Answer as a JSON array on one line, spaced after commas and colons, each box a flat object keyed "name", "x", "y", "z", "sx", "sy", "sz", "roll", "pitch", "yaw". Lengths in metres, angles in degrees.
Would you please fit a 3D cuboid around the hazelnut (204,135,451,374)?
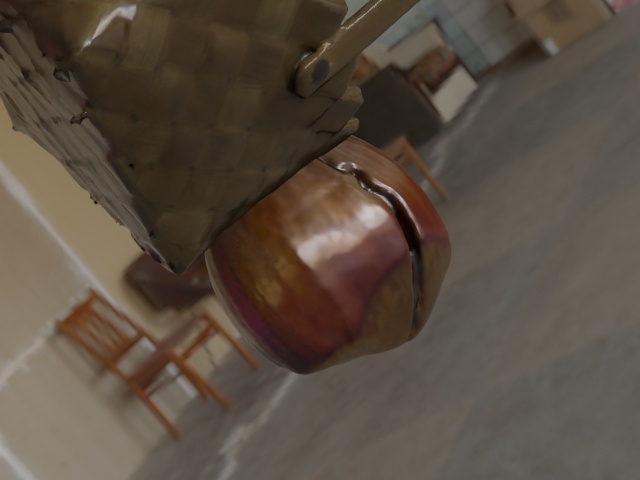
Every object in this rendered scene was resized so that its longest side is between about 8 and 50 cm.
[{"name": "hazelnut", "x": 0.002, "y": -0.001, "z": 1.102, "sx": 0.181, "sy": 0.181, "sz": 0.212, "roll": 13, "pitch": 29, "yaw": 31}]

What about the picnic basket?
[{"name": "picnic basket", "x": -0.075, "y": -0.181, "z": 0.861, "sx": 0.321, "sy": 0.254, "sz": 0.291, "roll": -45, "pitch": -27, "yaw": -16}]
